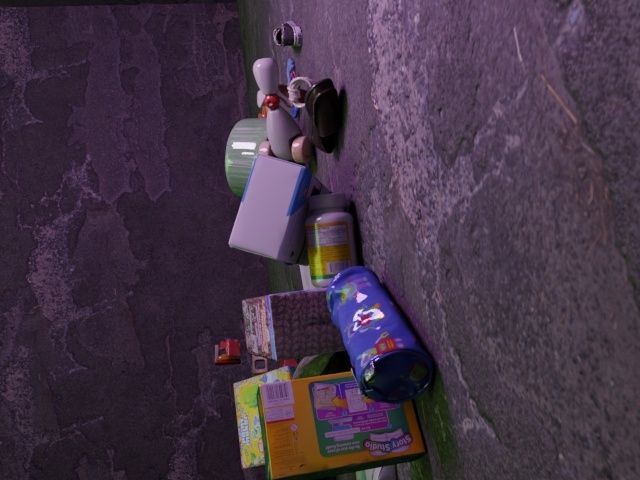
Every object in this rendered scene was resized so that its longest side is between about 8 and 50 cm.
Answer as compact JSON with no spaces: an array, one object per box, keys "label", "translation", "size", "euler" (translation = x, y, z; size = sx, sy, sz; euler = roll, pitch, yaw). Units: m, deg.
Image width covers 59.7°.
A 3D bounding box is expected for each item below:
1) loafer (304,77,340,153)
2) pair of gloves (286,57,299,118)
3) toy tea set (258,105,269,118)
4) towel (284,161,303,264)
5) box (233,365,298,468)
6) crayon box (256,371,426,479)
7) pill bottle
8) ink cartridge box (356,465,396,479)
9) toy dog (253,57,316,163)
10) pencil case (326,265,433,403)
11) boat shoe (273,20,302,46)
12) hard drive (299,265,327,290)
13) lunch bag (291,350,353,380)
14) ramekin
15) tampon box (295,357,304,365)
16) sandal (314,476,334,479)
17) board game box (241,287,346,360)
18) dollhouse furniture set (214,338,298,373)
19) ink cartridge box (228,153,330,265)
[{"label":"loafer","translation":[0.017,-0.292,1.330],"size":[0.078,0.080,0.220],"euler":[53,165,26]},{"label":"pair of gloves","translation":[-0.091,-0.509,1.874],"size":[0.198,0.023,0.159],"euler":[-107,14,-47]},{"label":"toy tea set","translation":[-0.258,-0.504,2.452],"size":[0.336,0.124,0.200],"euler":[174,90,-79]},{"label":"towel","translation":[-0.084,-0.085,1.915],"size":[0.308,0.076,0.228],"euler":[97,178,-51]},{"label":"box","translation":[-0.129,0.603,1.905],"size":[0.279,0.177,0.290],"euler":[-27,63,34]},{"label":"crayon box","translation":[0.033,0.332,1.012],"size":[0.081,0.278,0.165],"euler":[104,158,-57]},{"label":"pill bottle","translation":[0.025,-0.002,1.297],"size":[0.117,0.117,0.208],"euler":[173,91,-79]},{"label":"ink cartridge box","translation":[0.118,0.478,1.252],"size":[0.181,0.056,0.225],"euler":[176,86,-79]},{"label":"toy dog","translation":[-0.104,-0.377,1.667],"size":[0.161,0.220,0.334],"euler":[-58,-17,-53]},{"label":"pencil case","translation":[0.093,0.167,1.013],"size":[0.119,0.133,0.306],"euler":[52,-174,-28]},{"label":"boat shoe","translation":[-0.113,-0.656,1.773],"size":[0.219,0.070,0.078],"euler":[-122,28,-66]},{"label":"hard drive","translation":[-0.010,0.114,1.687],"size":[0.353,0.047,0.233],"euler":[-166,67,-79]},{"label":"lunch bag","translation":[0.004,0.411,1.460],"size":[0.287,0.169,0.235],"euler":[-67,9,-16]},{"label":"ramekin","translation":[-0.203,-0.275,1.901],"size":[0.303,0.148,0.303],"euler":[7,-90,-74]},{"label":"tampon box","translation":[-0.029,0.312,1.780],"size":[0.120,0.101,0.161],"euler":[-178,83,-79]},{"label":"sandal","translation":[-0.019,0.757,1.959],"size":[0.138,0.126,0.317],"euler":[117,137,-64]},{"label":"board game box","translation":[-0.041,0.192,1.331],"size":[0.291,0.232,0.141],"euler":[158,106,-69]},{"label":"dollhouse furniture set","translation":[-0.222,0.460,2.153],"size":[0.201,0.374,0.152],"euler":[107,159,-67]},{"label":"ink cartridge box","translation":[-0.089,-0.062,1.389],"size":[0.307,0.129,0.223],"euler":[26,-100,-77]}]
